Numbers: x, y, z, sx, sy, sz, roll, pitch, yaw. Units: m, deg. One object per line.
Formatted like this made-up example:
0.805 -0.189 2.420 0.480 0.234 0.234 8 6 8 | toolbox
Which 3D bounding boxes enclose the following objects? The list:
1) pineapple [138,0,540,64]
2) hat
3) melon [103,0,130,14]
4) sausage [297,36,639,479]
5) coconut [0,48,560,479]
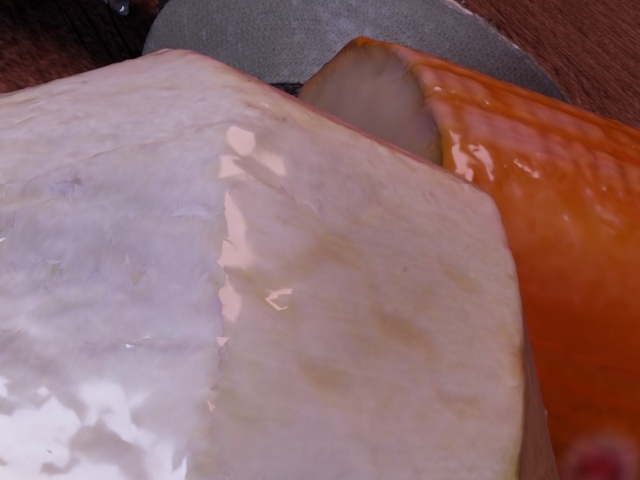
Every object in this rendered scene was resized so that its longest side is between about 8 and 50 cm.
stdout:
-0.002 -0.106 1.245 0.175 0.175 0.361 9 14 -37 | pineapple
0.000 0.000 0.932 0.257 0.257 0.130 26 51 5 | hat
-0.068 -0.315 1.347 0.271 0.272 0.308 10 -6 -35 | melon
0.111 0.068 0.780 0.287 0.233 0.233 18 20 -19 | sausage
-0.044 0.080 0.540 0.259 0.259 0.259 21 19 -8 | coconut
